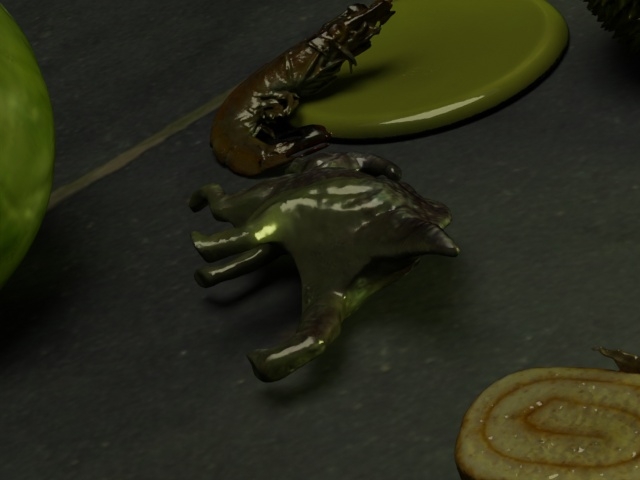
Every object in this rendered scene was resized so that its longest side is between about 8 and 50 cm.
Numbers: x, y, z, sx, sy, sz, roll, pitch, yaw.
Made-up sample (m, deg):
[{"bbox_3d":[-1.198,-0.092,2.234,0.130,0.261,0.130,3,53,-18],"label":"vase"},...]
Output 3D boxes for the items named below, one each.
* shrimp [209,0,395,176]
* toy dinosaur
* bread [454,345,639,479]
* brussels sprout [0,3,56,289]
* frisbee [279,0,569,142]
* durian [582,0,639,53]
[{"bbox_3d":[-0.006,-0.113,1.394,0.178,0.034,0.124,-34,36,2],"label":"shrimp"},{"bbox_3d":[-0.003,-0.007,1.204,0.162,0.077,0.294,-22,29,-9],"label":"toy dinosaur"},{"bbox_3d":[0.135,0.115,0.926,0.149,0.073,0.122,1,36,31],"label":"bread"},{"bbox_3d":[-0.347,-0.056,1.280,0.344,0.268,0.344,-15,36,11],"label":"brussels sprout"},{"bbox_3d":[0.075,-0.142,1.453,0.236,0.017,0.236,-13,30,8],"label":"frisbee"},{"bbox_3d":[0.258,-0.195,1.326,0.198,0.146,0.159,8,54,47],"label":"durian"}]
